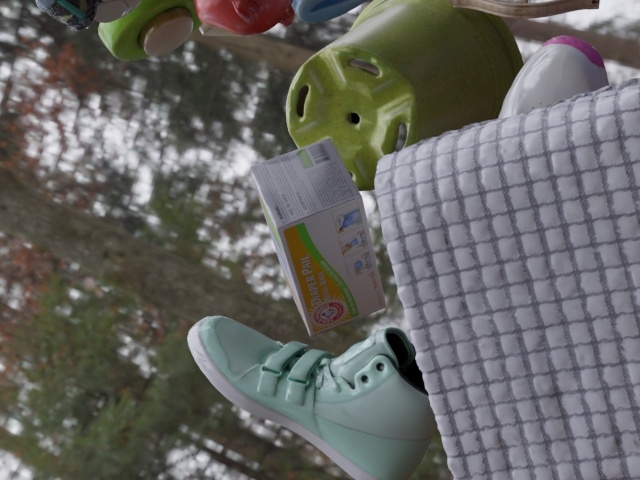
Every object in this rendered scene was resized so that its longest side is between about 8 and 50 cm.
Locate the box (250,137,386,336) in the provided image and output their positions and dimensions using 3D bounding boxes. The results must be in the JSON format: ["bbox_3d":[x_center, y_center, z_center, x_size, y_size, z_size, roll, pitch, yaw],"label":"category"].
[{"bbox_3d":[0.000,0.000,1.366,0.103,0.114,0.203,-21,-42,-5],"label":"box"}]

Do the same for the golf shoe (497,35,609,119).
[{"bbox_3d":[0.209,-0.061,1.192,0.140,0.115,0.306,-42,-27,-51],"label":"golf shoe"}]

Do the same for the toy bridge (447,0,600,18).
[{"bbox_3d":[0.253,-0.299,1.440,0.063,0.188,0.026,-67,-24,-52],"label":"toy bridge"}]

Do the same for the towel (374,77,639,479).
[{"bbox_3d":[0.189,0.039,0.840,0.121,0.235,0.284,-31,-75,-61],"label":"towel"}]

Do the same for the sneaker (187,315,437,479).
[{"bbox_3d":[0.005,0.112,1.090,0.151,0.256,0.094,-62,-7,30],"label":"sneaker"}]

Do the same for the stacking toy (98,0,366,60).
[{"bbox_3d":[-0.068,-0.246,1.232,0.309,0.130,0.279,-19,-14,-48],"label":"stacking toy"}]

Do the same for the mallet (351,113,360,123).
[{"bbox_3d":[0.068,-0.209,1.578,0.190,0.039,0.062,-70,-19,-68],"label":"mallet"}]

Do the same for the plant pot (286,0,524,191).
[{"bbox_3d":[0.091,-0.181,1.480,0.254,0.276,0.276,-31,-48,-56],"label":"plant pot"}]

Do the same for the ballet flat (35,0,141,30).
[{"bbox_3d":[-0.190,-0.221,1.014,0.188,0.070,0.070,-61,-24,-62],"label":"ballet flat"}]
